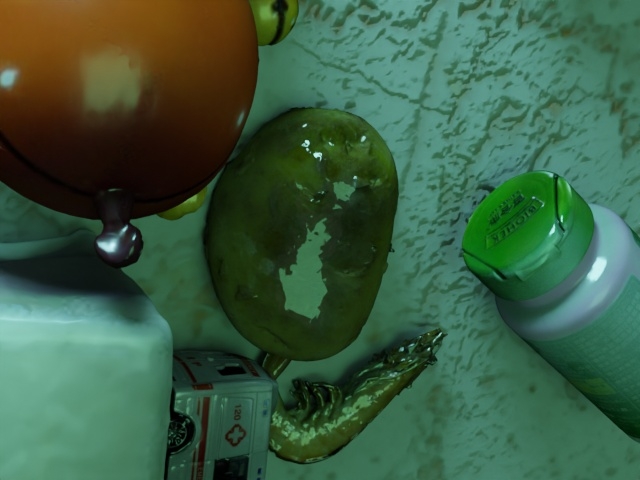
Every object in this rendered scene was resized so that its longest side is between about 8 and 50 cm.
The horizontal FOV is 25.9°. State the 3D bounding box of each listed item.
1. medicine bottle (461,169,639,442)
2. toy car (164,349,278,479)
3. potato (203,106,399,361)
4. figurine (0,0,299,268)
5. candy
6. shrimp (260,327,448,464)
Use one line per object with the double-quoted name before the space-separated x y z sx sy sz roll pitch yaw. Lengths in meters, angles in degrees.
"medicine bottle" 0.240 0.058 1.190 0.133 0.133 0.274 -50 123 -1
"toy car" -0.099 0.191 1.103 0.108 0.089 0.210 -1 107 -29
"potato" 0.000 0.000 1.072 0.164 0.081 0.200 5 103 -23
"figurine" -0.137 -0.154 0.889 0.320 0.196 0.323 6 96 -34
"candy" -0.209 0.179 0.975 0.145 0.208 0.359 0 109 -25
"shrimp" 0.016 0.105 1.161 0.178 0.034 0.124 -39 115 -3
